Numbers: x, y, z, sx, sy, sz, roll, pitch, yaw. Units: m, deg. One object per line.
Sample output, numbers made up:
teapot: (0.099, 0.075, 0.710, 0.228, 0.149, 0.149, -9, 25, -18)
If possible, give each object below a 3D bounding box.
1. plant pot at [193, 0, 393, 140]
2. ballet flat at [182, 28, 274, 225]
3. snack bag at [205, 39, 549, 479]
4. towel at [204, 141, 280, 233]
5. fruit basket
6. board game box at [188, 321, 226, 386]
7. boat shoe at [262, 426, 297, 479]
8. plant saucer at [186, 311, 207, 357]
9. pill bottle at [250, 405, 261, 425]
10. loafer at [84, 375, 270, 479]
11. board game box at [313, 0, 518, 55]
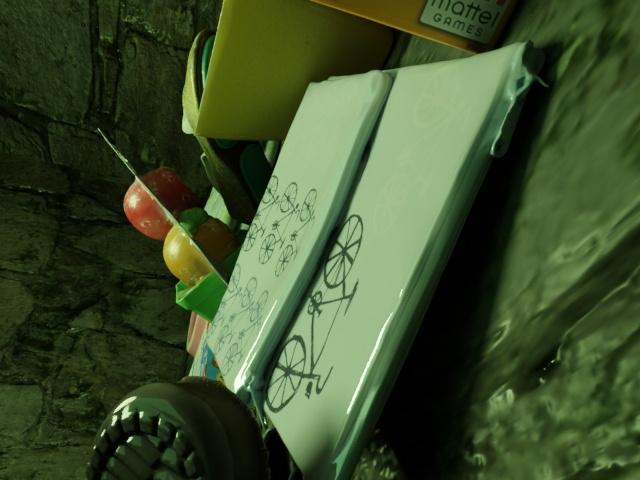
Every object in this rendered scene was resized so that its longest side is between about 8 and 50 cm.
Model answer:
plant pot: (-0.029, -0.243, 0.682, 0.212, 0.187, 0.212, 119, 158, -46)
ballet flat: (-0.158, -0.162, 0.918, 0.123, 0.123, 0.349, -96, -11, -51)
snack bag: (0.000, 0.000, 0.476, 0.323, 0.037, 0.342, -66, 24, 3)
towel: (-0.220, -0.069, 1.329, 0.320, 0.090, 0.375, -21, 51, 66)
fruit basket: (-0.207, -0.023, 0.910, 0.165, 0.353, 0.327, -35, 9, -10)
board game box: (-0.204, 0.331, 1.055, 0.302, 0.086, 0.308, -92, 21, -45)
boat shoe: (-0.066, 0.295, 0.606, 0.083, 0.065, 0.184, 117, 162, -54)
plant saucer: (-0.299, 0.184, 1.544, 0.332, 0.084, 0.333, -168, 90, -76)
pill bottle: (-0.151, 0.273, 0.844, 0.065, 0.116, 0.065, -167, 90, -75)
loafer: (-0.085, 0.238, 0.452, 0.130, 0.133, 0.366, -34, -42, -46)
board game box: (-0.004, -0.404, 0.383, 0.356, 0.356, 0.357, -95, 23, -50)
